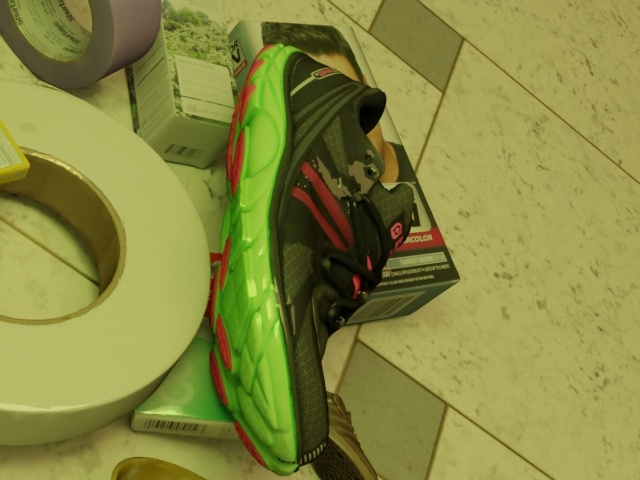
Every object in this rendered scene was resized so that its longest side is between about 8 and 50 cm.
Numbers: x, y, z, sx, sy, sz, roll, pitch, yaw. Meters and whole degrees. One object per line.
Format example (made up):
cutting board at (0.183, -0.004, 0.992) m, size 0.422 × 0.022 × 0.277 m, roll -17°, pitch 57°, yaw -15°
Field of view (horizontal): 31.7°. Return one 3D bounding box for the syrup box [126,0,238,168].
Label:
syrup box at (-0.170, -0.216, 1.348) m, size 0.093 × 0.096 × 0.237 m, roll 9°, pitch 57°, yaw -37°

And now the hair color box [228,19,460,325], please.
hair color box at (0.008, -0.085, 1.394) m, size 0.185 × 0.113 × 0.374 m, roll -6°, pitch 66°, yaw -40°

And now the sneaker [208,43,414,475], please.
sneaker at (0.000, 0.000, 1.146) m, size 0.202 × 0.185 × 0.483 m, roll 10°, pitch 60°, yaw -10°

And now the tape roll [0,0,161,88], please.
tape roll at (-0.271, -0.268, 1.235) m, size 0.189 × 0.189 × 0.080 m, roll 50°, pitch 43°, yaw 0°

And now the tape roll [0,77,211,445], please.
tape roll at (-0.295, 0.007, 1.083) m, size 0.392 × 0.072 × 0.392 m, roll 17°, pitch 47°, yaw -20°

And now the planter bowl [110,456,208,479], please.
planter bowl at (-0.123, 0.302, 1.026) m, size 0.217 × 0.090 × 0.217 m, roll 36°, pitch 7°, yaw -5°

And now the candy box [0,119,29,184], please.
candy box at (-0.374, -0.130, 1.074) m, size 0.105 × 0.027 × 0.206 m, roll -22°, pitch 68°, yaw -39°

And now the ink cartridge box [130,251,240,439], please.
ink cartridge box at (-0.103, 0.099, 1.194) m, size 0.181 × 0.056 × 0.225 m, roll 7°, pitch 59°, yaw -14°

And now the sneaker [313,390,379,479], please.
sneaker at (0.014, 0.205, 1.241) m, size 0.188 × 0.066 × 0.071 m, roll 51°, pitch 46°, yaw 0°
